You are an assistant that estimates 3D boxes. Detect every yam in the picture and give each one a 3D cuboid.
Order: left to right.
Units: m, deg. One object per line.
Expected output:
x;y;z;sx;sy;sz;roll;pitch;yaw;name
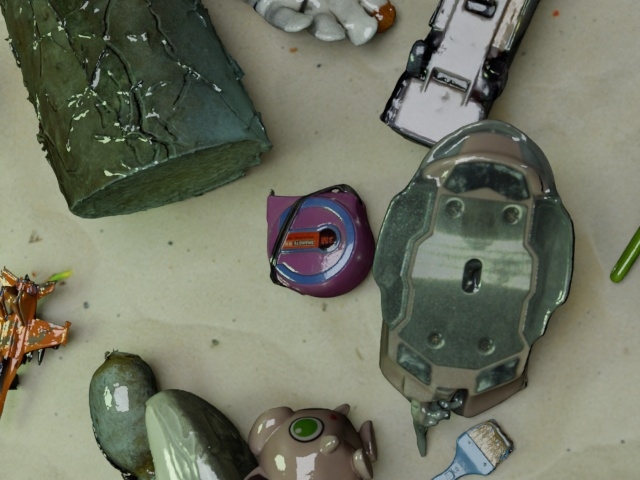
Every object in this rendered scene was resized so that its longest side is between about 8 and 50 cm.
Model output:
-0.216;-0.192;1.688;0.241;0.241;0.348;-28;71;12;yam

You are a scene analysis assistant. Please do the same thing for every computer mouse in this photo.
0.152;0.050;1.590;0.199;0.115;0.389;10;116;3;computer mouse

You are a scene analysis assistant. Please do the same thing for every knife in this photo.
0.354;-0.036;1.602;0.026;0.022;0.184;31;91;-7;knife

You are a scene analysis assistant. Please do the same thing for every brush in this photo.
0.134;0.255;1.635;0.164;0.014;0.051;-42;72;9;brush

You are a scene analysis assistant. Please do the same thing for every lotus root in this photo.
-0.215;0.202;1.715;0.088;0.088;0.165;-12;89;15;lotus root

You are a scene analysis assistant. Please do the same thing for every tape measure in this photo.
0.000;0.000;1.678;0.118;0.074;0.125;-2;77;22;tape measure

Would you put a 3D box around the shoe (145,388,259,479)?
-0.148;0.340;1.643;0.210;0.132;0.342;-26;83;12;shoe

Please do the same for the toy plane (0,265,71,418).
-0.357;0.129;1.783;0.135;0.062;0.188;11;100;18;toy plane

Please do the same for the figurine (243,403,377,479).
-0.011;0.230;1.623;0.138;0.125;0.125;-5;81;12;figurine

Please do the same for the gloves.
-0.019;-0.296;1.709;0.218;0.131;0.140;29;90;-12;gloves

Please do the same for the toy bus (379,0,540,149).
0.179;-0.242;1.625;0.112;0.138;0.317;26;90;13;toy bus
